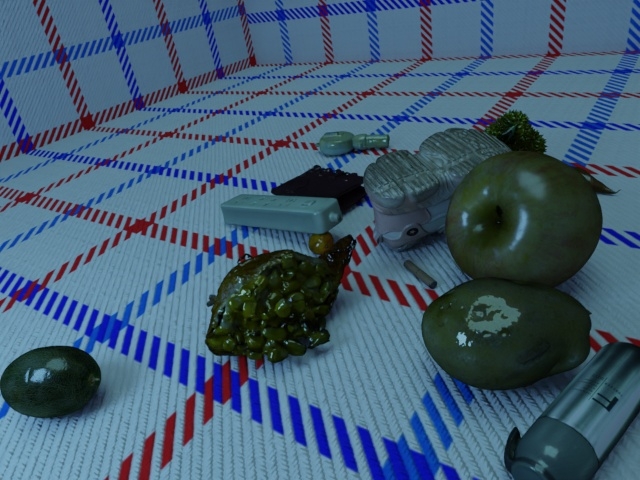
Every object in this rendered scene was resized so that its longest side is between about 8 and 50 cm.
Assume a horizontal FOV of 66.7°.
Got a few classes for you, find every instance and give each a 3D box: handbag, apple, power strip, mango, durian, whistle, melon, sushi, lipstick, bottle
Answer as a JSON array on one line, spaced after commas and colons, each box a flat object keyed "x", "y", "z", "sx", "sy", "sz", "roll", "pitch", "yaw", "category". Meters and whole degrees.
[{"x": 0.001, "y": -0.129, "z": 1.313, "sx": 0.203, "sy": 0.074, "sz": 0.216, "roll": 19, "pitch": 39, "yaw": 40, "category": "handbag"}, {"x": 0.362, "y": -0.030, "z": 0.874, "sx": 0.233, "sy": 0.257, "sz": 0.256, "roll": 5, "pitch": 15, "yaw": -42, "category": "apple"}, {"x": -0.100, "y": -0.071, "z": 1.206, "sx": 0.385, "sy": 0.062, "sz": 0.091, "roll": 7, "pitch": 31, "yaw": 42, "category": "power strip"}, {"x": 0.000, "y": 0.000, "z": 1.115, "sx": 0.060, "sy": 0.046, "sz": 0.089, "roll": -16, "pitch": 28, "yaw": 0, "category": "mango"}, {"x": 0.478, "y": -0.235, "z": 1.221, "sx": 0.146, "sy": 0.198, "sz": 0.159, "roll": -28, "pitch": 27, "yaw": -11, "category": "durian"}, {"x": 0.103, "y": -0.334, "z": 1.644, "sx": 0.257, "sy": 0.067, "sz": 0.126, "roll": 2, "pitch": 33, "yaw": 16, "category": "whistle"}, {"x": -0.433, "y": 0.227, "z": 0.790, "sx": 0.167, "sy": 0.114, "sz": 0.114, "roll": -6, "pitch": 30, "yaw": 13, "category": "melon"}, {"x": -0.068, "y": 0.101, "z": 0.866, "sx": 0.296, "sy": 0.167, "sz": 0.179, "roll": -15, "pitch": 9, "yaw": -25, "category": "sushi"}, {"x": 0.197, "y": 0.066, "z": 0.968, "sx": 0.019, "sy": 0.019, "sz": 0.094, "roll": -20, "pitch": 32, "yaw": -16, "category": "lipstick"}, {"x": 0.326, "y": 0.217, "z": 0.607, "sx": 0.253, "sy": 0.080, "sz": 0.096, "roll": -30, "pitch": 30, "yaw": -30, "category": "bottle"}]

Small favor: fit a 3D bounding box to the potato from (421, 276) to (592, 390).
[{"x": 0.265, "y": 0.130, "z": 0.702, "sx": 0.235, "sy": 0.160, "sz": 0.178, "roll": -5, "pitch": 43, "yaw": 9, "category": "potato"}]

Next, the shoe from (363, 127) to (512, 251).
[{"x": 0.255, "y": -0.111, "z": 1.064, "sx": 0.350, "sy": 0.198, "sz": 0.172, "roll": -15, "pitch": 50, "yaw": -11, "category": "shoe"}]

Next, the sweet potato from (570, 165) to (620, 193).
[{"x": 0.624, "y": -0.150, "z": 1.181, "sx": 0.056, "sy": 0.056, "sz": 0.195, "roll": -29, "pitch": 41, "yaw": -30, "category": "sweet potato"}]
